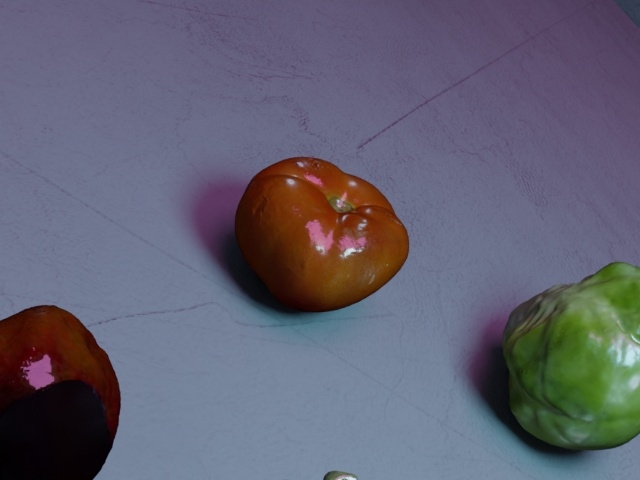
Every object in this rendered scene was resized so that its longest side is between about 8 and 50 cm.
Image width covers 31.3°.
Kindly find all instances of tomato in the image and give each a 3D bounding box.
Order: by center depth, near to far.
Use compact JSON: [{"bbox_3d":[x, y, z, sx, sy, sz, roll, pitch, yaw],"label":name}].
[{"bbox_3d":[-0.003,-0.003,1.656,0.259,0.180,0.260,24,32,-16],"label":"tomato"}]

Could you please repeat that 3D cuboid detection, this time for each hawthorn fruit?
[{"bbox_3d":[-0.298,0.153,1.204,0.189,0.189,0.251,25,31,-15],"label":"hawthorn fruit"}]

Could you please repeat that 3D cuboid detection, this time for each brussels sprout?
[{"bbox_3d":[0.393,0.175,1.696,0.242,0.316,0.274,41,51,-30],"label":"brussels sprout"}]

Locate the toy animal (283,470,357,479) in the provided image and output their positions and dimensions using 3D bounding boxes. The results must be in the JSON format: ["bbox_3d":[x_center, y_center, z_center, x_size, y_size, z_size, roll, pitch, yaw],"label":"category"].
[{"bbox_3d":[0.054,0.351,1.357,0.218,0.103,0.101,24,54,-20],"label":"toy animal"}]
